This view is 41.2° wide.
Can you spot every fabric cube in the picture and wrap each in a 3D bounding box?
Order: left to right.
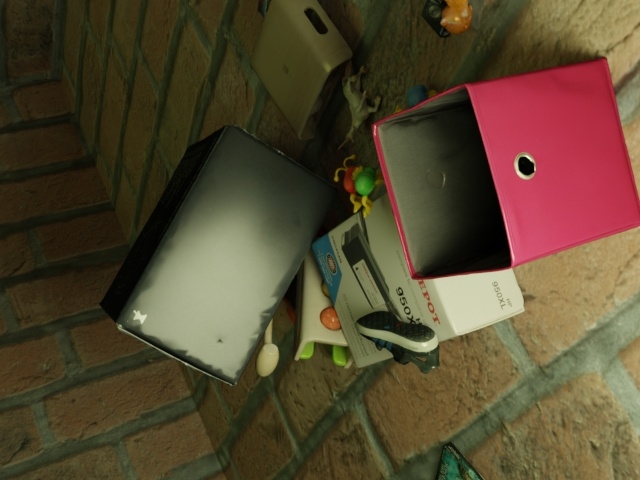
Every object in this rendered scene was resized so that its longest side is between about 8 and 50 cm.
[{"bbox_3d":[0.271,-0.100,1.251,0.259,0.258,0.254,-12,92,63],"label":"fabric cube"}]

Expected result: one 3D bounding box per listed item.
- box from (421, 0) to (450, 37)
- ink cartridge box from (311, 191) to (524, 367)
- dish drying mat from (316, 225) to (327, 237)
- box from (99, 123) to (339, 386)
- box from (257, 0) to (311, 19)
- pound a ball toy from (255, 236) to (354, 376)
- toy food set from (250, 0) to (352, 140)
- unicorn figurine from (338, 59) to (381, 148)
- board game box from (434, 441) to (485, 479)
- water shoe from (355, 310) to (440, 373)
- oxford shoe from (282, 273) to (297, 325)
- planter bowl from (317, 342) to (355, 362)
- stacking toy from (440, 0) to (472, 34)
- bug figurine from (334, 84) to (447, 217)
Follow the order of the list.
[{"bbox_3d":[0.210,-0.403,1.466,0.067,0.018,0.083,58,149,28],"label":"box"},{"bbox_3d":[0.169,0.062,1.627,0.395,0.166,0.285,-35,74,61],"label":"ink cartridge box"},{"bbox_3d":[0.000,0.000,2.089,0.032,0.008,0.083,62,151,25],"label":"dish drying mat"},{"bbox_3d":[-0.252,0.029,1.947,0.480,0.297,0.472,-62,15,-8],"label":"box"},{"bbox_3d":[-0.072,-0.571,1.882,0.159,0.044,0.233,55,147,33],"label":"box"},{"bbox_3d":[-0.021,0.141,1.844,0.135,0.208,0.319,113,165,-49],"label":"pound a ball toy"},{"bbox_3d":[-0.039,-0.385,1.845,0.219,0.092,0.306,58,151,16],"label":"toy food set"},{"bbox_3d":[0.076,-0.281,1.750,0.111,0.060,0.162,130,140,-55],"label":"unicorn figurine"},{"bbox_3d":[0.291,0.535,1.801,0.126,0.026,0.186,46,142,44],"label":"board game box"},{"bbox_3d":[0.131,0.183,1.509,0.203,0.073,0.080,15,123,58],"label":"water shoe"},{"bbox_3d":[-0.066,0.112,2.208,0.271,0.097,0.098,51,125,30],"label":"oxford shoe"},{"bbox_3d":[0.056,0.216,1.988,0.162,0.109,0.162,37,134,50],"label":"planter bowl"},{"bbox_3d":[0.212,-0.460,1.325,0.166,0.175,0.302,40,152,40],"label":"stacking toy"},{"bbox_3d":[0.117,-0.166,1.507,0.279,0.072,0.216,-52,10,17],"label":"bug figurine"}]
